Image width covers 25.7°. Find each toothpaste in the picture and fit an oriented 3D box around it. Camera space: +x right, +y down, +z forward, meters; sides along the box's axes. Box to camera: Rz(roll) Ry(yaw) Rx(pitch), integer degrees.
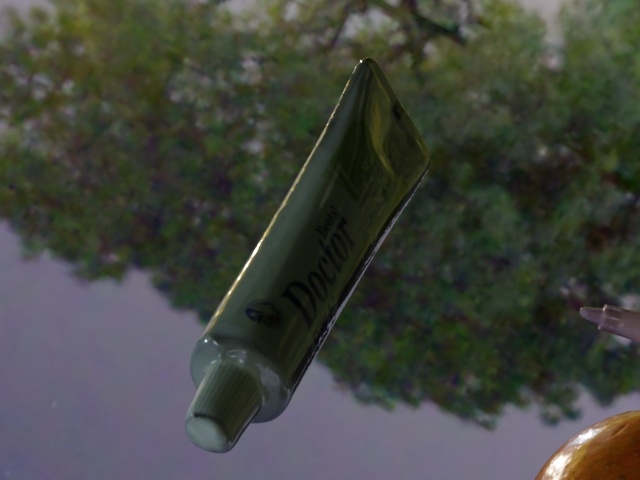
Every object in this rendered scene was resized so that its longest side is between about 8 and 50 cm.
[{"bbox_3d":[0.000,0.000,0.444,0.048,0.029,0.197,57,-147,-19],"label":"toothpaste"}]

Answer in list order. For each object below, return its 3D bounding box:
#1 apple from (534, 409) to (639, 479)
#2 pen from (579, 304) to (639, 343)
[{"bbox_3d":[0.219,0.237,0.958,0.210,0.173,0.234,62,-159,-51],"label":"apple"},{"bbox_3d":[0.248,0.066,0.815,0.197,0.032,0.053,14,-173,4],"label":"pen"}]
